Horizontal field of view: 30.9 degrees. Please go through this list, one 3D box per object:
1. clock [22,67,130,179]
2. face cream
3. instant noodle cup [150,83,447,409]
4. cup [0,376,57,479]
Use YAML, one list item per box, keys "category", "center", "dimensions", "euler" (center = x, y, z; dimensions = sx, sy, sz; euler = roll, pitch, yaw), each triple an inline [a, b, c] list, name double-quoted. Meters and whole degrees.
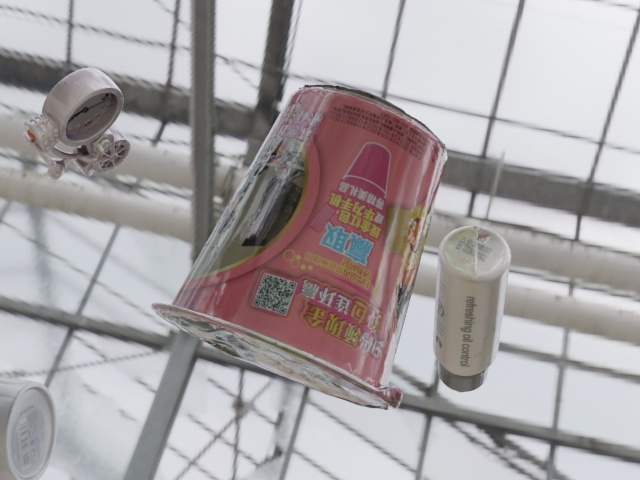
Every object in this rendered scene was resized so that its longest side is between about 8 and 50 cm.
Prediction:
- category: "clock"
  center: [-0.203, -0.091, 0.982]
  dimensions: [0.041, 0.087, 0.129]
  euler: [45, -14, 19]
- category: "face cream"
  center: [0.194, 0.110, 1.531]
  dimensions: [0.092, 0.092, 0.311]
  euler: [9, -37, 10]
- category: "instant noodle cup"
  center: [0.000, 0.000, 1.083]
  dimensions: [0.243, 0.255, 0.244]
  euler: [22, -12, 5]
- category: "cup"
  center: [-0.228, 0.117, 0.680]
  dimensions: [0.116, 0.104, 0.074]
  euler: [1, -74, 16]
